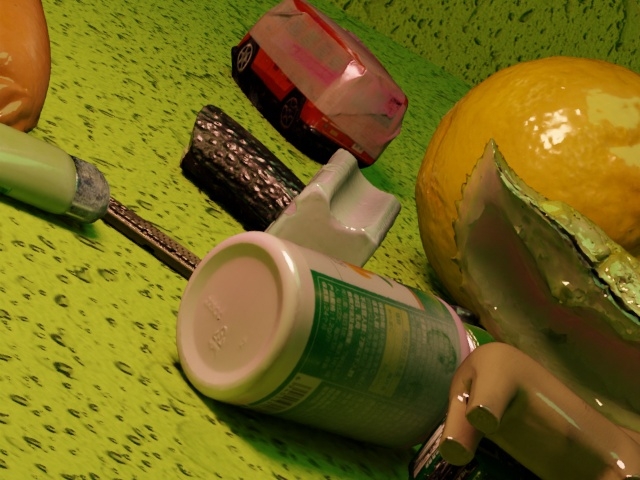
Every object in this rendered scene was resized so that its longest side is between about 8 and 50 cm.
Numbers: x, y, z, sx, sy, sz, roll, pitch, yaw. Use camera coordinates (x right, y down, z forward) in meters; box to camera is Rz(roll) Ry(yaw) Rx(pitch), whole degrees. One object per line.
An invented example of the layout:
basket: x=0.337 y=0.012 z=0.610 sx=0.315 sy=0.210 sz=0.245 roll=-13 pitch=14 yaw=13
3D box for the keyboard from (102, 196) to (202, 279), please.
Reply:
keyboard: x=-0.142 y=0.001 z=1.728 sx=0.129 sy=0.015 sz=0.049 roll=35 pitch=13 yaw=7

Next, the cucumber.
cucumber: x=-0.055 y=-0.046 z=1.988 sx=0.241 sy=0.074 sz=0.074 roll=41 pitch=15 yaw=27

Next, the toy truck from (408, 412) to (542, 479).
toy truck: x=0.192 y=0.232 z=1.523 sx=0.259 sy=0.088 sz=0.121 roll=32 pitch=13 yaw=-13

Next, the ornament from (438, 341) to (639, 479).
ornament: x=0.196 y=0.159 z=1.461 sx=0.230 sy=0.061 sz=0.245 roll=37 pitch=18 yaw=-2

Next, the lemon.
lemon: x=0.265 y=-0.044 z=2.191 sx=0.348 sy=0.348 sz=0.348 roll=31 pitch=13 yaw=-8

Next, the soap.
soap: x=0.000 y=0.000 z=1.808 sx=0.091 sy=0.145 sz=0.230 roll=42 pitch=18 yaw=-1

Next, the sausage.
sausage: x=-0.309 y=-0.181 z=1.793 sx=0.134 sy=0.116 sz=0.354 roll=38 pitch=13 yaw=-26

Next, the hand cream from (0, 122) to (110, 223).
hand cream: x=-0.255 y=-0.063 z=1.626 sx=0.175 sy=0.046 sz=0.095 roll=21 pitch=32 yaw=-31

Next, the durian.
durian: x=0.252 y=0.069 z=1.849 sx=0.352 sy=0.158 sz=0.169 roll=44 pitch=-8 yaw=12

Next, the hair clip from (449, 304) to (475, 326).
hair clip: x=0.152 y=0.137 z=1.882 sx=0.146 sy=0.056 sz=0.187 roll=25 pitch=24 yaw=-37

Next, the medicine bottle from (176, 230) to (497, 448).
medicine bottle: x=0.026 y=0.089 z=1.548 sx=0.274 sy=0.133 sz=0.133 roll=22 pitch=17 yaw=-43

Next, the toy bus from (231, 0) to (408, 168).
toy bus: x=-0.004 y=-0.206 z=2.559 sx=0.127 sy=0.147 sz=0.302 roll=32 pitch=13 yaw=-33
